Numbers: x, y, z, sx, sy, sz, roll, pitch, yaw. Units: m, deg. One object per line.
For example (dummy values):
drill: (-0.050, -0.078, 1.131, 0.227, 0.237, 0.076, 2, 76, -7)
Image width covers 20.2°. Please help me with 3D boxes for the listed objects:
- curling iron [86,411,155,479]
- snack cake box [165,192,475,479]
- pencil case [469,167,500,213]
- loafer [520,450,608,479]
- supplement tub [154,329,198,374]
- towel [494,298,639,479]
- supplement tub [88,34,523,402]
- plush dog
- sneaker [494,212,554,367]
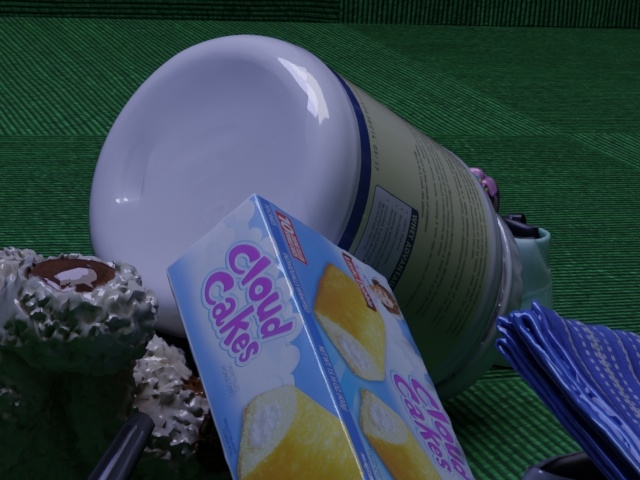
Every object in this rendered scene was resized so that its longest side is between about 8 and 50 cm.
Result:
curling iron: (-0.143, 0.199, 1.057, 0.068, 0.035, 0.274, 3, 35, 12)
snack cake box: (0.009, 0.114, 1.144, 0.152, 0.089, 0.264, 30, 28, -44)
pencil case: (0.050, -0.038, 1.964, 0.284, 0.124, 0.124, 10, 16, 17)
loafer: (0.242, 0.172, 1.269, 0.112, 0.111, 0.319, 16, 20, 38)
supplement tub: (-0.141, 0.077, 1.499, 0.117, 0.117, 0.190, 9, 15, 15)
towel: (0.277, 0.143, 1.197, 0.336, 0.040, 0.243, 12, 33, -49)
supplement tub: (0.000, 0.000, 1.428, 0.235, 0.235, 0.325, 17, -8, 38)
plush dog: (-0.155, 0.125, 1.268, 0.225, 0.210, 0.262, 17, -7, -26)
sneaker: (0.092, 0.028, 1.678, 0.256, 0.151, 0.094, 5, 17, 6)
